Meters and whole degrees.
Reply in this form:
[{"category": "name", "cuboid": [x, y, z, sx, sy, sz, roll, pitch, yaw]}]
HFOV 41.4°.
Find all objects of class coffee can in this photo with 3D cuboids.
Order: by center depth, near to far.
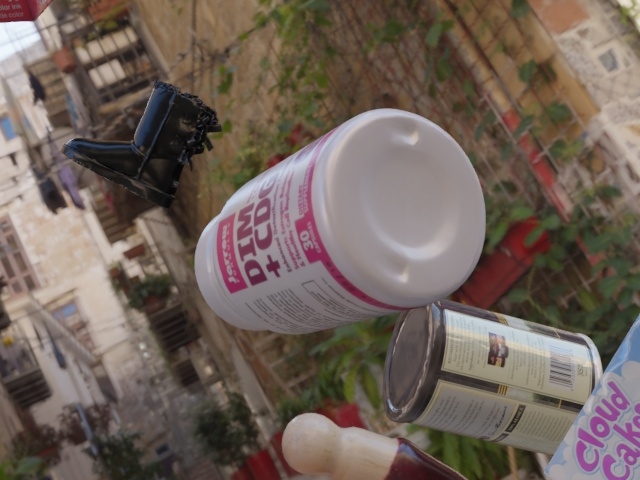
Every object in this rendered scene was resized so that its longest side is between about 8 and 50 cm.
[{"category": "coffee can", "cuboid": [0.259, 0.209, 1.306, 0.275, 0.201, 0.201, 15, -28, -11]}]

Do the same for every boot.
[{"category": "boot", "cuboid": [-0.155, -0.092, 0.740, 0.099, 0.121, 0.045, -64, -13, -1]}]

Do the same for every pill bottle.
[{"category": "pill bottle", "cuboid": [0.000, 0.000, 0.769, 0.160, 0.160, 0.283, -19, -2, -33]}]

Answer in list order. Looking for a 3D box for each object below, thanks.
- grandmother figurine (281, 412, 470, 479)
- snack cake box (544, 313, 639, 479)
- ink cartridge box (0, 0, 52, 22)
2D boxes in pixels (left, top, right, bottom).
[{"category": "grandmother figurine", "cuboid": [0.025, 0.184, 0.381, 0.343, 0.207, 0.104, -4, 11, -17]}, {"category": "snack cake box", "cuboid": [0.320, 0.111, 0.747, 0.152, 0.089, 0.264, -12, -50, -53]}, {"category": "ink cartridge box", "cuboid": [-0.394, -0.439, 0.992, 0.131, 0.226, 0.306, 2, -51, 6]}]
